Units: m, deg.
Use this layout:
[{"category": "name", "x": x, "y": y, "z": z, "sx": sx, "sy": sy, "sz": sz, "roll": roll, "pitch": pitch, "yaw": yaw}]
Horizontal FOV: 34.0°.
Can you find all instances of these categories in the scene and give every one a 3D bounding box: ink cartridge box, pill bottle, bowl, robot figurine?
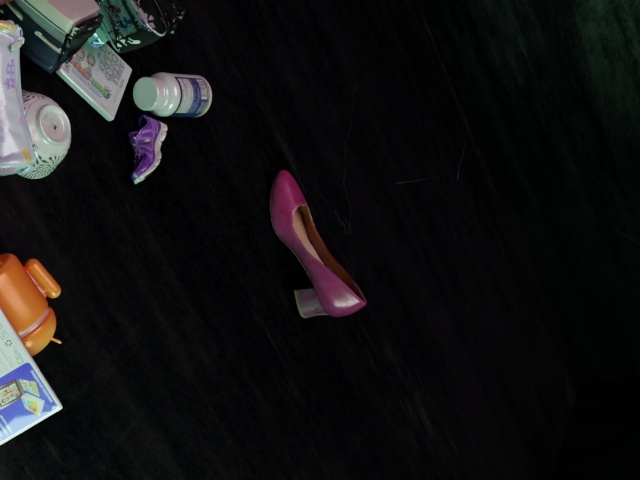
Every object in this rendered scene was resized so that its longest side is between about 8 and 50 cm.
[{"category": "ink cartridge box", "x": -0.554, "y": 0.235, "z": 1.664, "sx": 0.208, "sy": 0.045, "sz": 0.206, "roll": -31, "pitch": 112, "yaw": -13}, {"category": "pill bottle", "x": -0.318, "y": -0.311, "z": 2.233, "sx": 0.169, "sy": 0.094, "sz": 0.094, "roll": -9, "pitch": 87, "yaw": -57}, {"category": "bowl", "x": -0.511, "y": -0.204, "z": 1.913, "sx": 0.170, "sy": 0.080, "sz": 0.170, "roll": 27, "pitch": 57, "yaw": -51}, {"category": "robot figurine", "x": -0.527, "y": 0.111, "z": 1.738, "sx": 0.219, "sy": 0.128, "sz": 0.158, "roll": 61, "pitch": 31, "yaw": -22}]

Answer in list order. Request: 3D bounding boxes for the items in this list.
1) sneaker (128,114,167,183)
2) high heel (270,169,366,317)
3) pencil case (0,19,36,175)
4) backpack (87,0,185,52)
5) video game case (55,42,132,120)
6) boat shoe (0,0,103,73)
[{"category": "sneaker", "x": -0.370, "y": -0.188, "z": 2.157, "sx": 0.071, "sy": 0.068, "sz": 0.170, "roll": 32, "pitch": 44, "yaw": -30}, {"category": "high heel", "x": 0.000, "y": 0.000, "z": 2.530, "sx": 0.127, "sy": 0.181, "sz": 0.377, "roll": -24, "pitch": 100, "yaw": -57}, {"category": "pencil case", "x": -0.565, "y": -0.244, "z": 1.802, "sx": 0.124, "sy": 0.113, "sz": 0.273, "roll": -5, "pitch": 87, "yaw": -20}, {"category": "backpack", "x": -0.406, "y": -0.517, "z": 2.066, "sx": 0.225, "sy": 0.191, "sz": 0.253, "roll": -79, "pitch": 151, "yaw": -59}, {"category": "video game case", "x": -0.453, "y": -0.342, "z": 2.105, "sx": 0.157, "sy": 0.019, "sz": 0.143, "roll": 45, "pitch": 44, "yaw": -39}, {"category": "boat shoe", "x": -0.562, "y": -0.454, "z": 1.903, "sx": 0.340, "sy": 0.158, "sz": 0.127, "roll": 45, "pitch": 41, "yaw": 2}]
